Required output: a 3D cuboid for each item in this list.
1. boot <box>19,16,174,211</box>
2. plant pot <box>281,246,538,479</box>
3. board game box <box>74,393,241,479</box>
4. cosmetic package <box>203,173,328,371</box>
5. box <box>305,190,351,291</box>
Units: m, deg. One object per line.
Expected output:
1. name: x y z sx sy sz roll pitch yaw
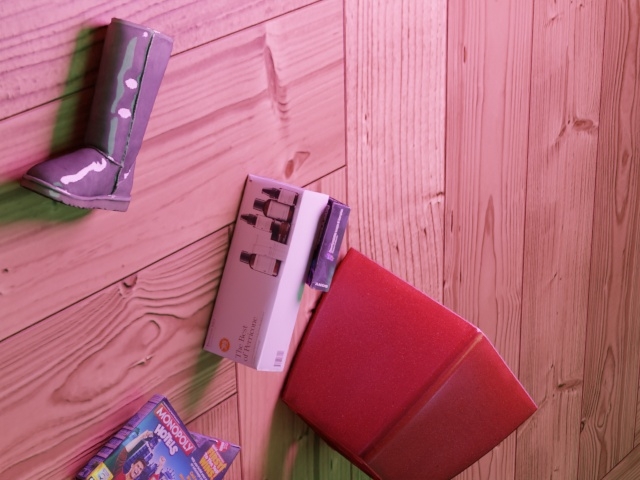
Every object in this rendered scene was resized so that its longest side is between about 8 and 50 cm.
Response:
1. boot: -0.240 -0.141 1.640 0.190 0.076 0.208 -1 113 -69
2. plant pot: 0.105 0.214 2.136 0.235 0.267 0.267 -49 141 -8
3. board game box: -0.199 0.289 1.879 0.194 0.060 0.194 -47 127 -28
4. cosmetic package: -0.072 0.042 1.932 0.060 0.099 0.239 10 96 -53
5. box: 0.000 0.000 1.981 0.162 0.029 0.116 -140 -115 -79
